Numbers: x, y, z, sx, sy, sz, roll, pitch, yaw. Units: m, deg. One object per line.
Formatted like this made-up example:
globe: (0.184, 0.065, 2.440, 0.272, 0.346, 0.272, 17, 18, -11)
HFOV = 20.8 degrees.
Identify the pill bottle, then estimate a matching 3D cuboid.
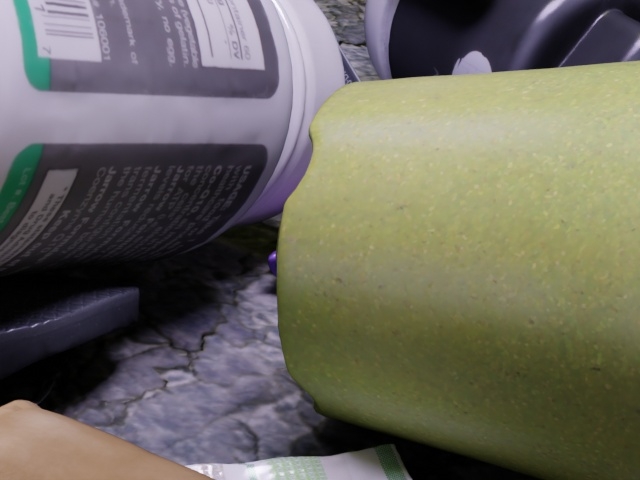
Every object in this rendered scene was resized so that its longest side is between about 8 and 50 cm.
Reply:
pill bottle: (-0.143, -0.084, 0.957, 0.204, 0.204, 0.361, 21, 12, 26)

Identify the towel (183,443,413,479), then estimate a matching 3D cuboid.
towel: (-0.017, 0.134, 0.815, 0.152, 0.023, 0.113, -1, 25, -21)

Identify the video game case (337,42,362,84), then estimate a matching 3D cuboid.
video game case: (-0.064, -0.168, 1.238, 0.196, 0.274, 0.026, 28, 73, 37)

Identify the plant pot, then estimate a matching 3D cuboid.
plant pot: (0.125, 0.015, 0.879, 0.254, 0.276, 0.276, 6, 22, 22)

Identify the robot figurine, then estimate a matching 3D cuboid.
robot figurine: (0.154, -0.146, 1.308, 0.173, 0.209, 0.278, -20, 35, -25)

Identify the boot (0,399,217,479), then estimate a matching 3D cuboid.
boot: (-0.072, 0.169, 0.657, 0.269, 0.089, 0.236, 15, 27, 26)

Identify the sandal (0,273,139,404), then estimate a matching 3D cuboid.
sandal: (-0.194, 0.069, 0.870, 0.097, 0.054, 0.254, 10, 22, 37)

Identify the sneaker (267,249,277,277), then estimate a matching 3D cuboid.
sneaker: (0.000, 0.000, 1.074, 0.071, 0.068, 0.170, -7, 23, -5)
